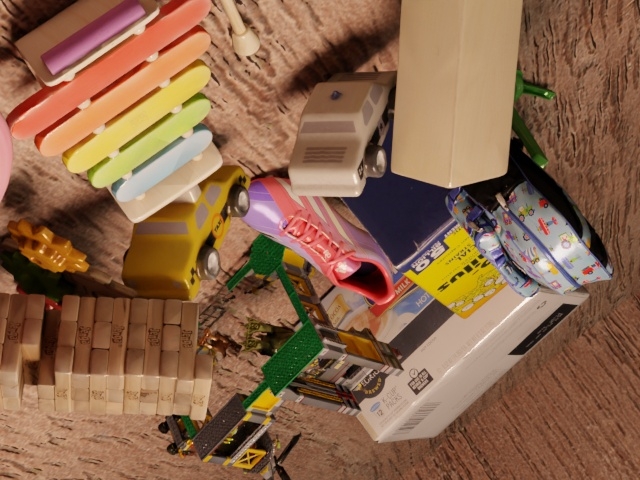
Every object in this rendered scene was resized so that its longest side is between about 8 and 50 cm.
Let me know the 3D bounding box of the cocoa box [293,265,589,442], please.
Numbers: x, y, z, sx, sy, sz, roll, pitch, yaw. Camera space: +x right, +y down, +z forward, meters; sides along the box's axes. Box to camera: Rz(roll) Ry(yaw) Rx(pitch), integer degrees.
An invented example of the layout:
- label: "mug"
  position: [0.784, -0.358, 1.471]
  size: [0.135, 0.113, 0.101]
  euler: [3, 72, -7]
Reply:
- label: "cocoa box"
  position: [0.181, 0.109, 2.115]
  size: [0.347, 0.228, 0.231]
  euler: [-45, 157, 18]

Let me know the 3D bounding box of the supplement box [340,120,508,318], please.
- label: "supplement box"
  position: [0.163, -0.055, 1.809]
  size: [0.194, 0.195, 0.356]
  euler: [-40, 158, 6]

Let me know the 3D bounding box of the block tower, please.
- label: "block tower"
  position: [-0.276, 0.111, 1.380]
  size: [0.335, 0.097, 0.091]
  euler: [5, 147, -6]

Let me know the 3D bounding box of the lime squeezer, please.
- label: "lime squeezer"
  position: [0.263, -0.187, 1.845]
  size: [0.310, 0.110, 0.059]
  euler: [-63, 176, -66]

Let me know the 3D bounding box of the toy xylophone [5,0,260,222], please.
- label: "toy xylophone"
  position: [-0.158, -0.149, 1.286]
  size: [0.236, 0.081, 0.323]
  euler: [-38, 158, 0]

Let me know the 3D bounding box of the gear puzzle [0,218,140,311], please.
- label: "gear puzzle"
  position: [-0.255, 0.072, 1.462]
  size: [0.339, 0.175, 0.044]
  euler: [87, 27, -64]

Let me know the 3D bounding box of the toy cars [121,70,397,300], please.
- label: "toy cars"
  position: [-0.061, -0.082, 1.484]
  size: [0.393, 0.176, 0.087]
  euler: [-32, 132, -13]

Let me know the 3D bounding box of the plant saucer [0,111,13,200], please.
- label: "plant saucer"
  position: [-0.412, -0.034, 1.122]
  size: [0.332, 0.084, 0.332]
  euler: [-33, 158, -15]

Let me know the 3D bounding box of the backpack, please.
- label: "backpack"
  position: [0.239, -0.005, 1.550]
  size: [0.117, 0.173, 0.158]
  euler: [-40, 134, 6]

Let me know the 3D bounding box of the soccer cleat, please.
- label: "soccer cleat"
  position: [0.000, 0.000, 1.711]
  size: [0.083, 0.095, 0.248]
  euler: [-45, 130, 16]

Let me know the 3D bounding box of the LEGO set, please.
- label: "LEGO set"
  position: [-0.048, 0.163, 1.843]
  size: [0.192, 0.255, 0.331]
  euler: [21, 113, -46]

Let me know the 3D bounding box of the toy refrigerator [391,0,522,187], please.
- label: "toy refrigerator"
  position: [0.142, -0.201, 1.467]
  size: [0.102, 0.094, 0.270]
  euler: [-16, 115, -44]
